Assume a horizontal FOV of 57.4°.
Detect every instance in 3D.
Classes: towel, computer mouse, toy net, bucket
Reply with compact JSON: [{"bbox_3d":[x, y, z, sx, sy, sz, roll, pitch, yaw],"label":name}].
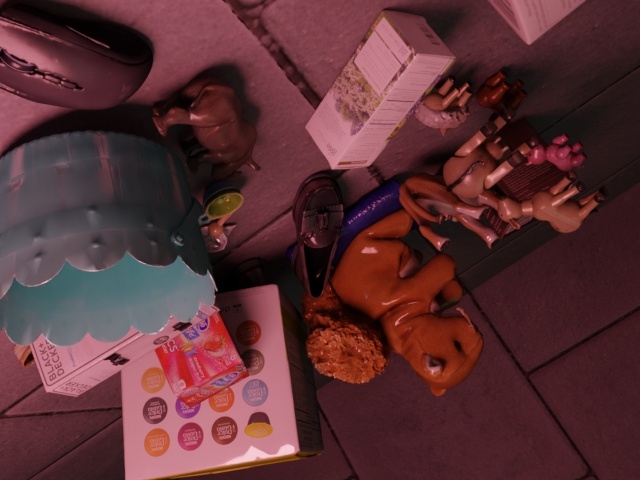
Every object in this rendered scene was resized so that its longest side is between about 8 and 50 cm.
[{"bbox_3d":[0.082,-0.020,1.386,0.308,0.076,0.227,-34,152,8],"label":"towel"},{"bbox_3d":[-0.299,-0.153,0.590,0.184,0.060,0.262,-43,156,25],"label":"computer mouse"},{"bbox_3d":[-0.198,-0.025,1.027,0.122,0.045,0.232,-24,158,-17],"label":"toy net"},{"bbox_3d":[-0.274,0.006,0.728,0.281,0.183,0.281,-11,158,-5],"label":"bucket"}]

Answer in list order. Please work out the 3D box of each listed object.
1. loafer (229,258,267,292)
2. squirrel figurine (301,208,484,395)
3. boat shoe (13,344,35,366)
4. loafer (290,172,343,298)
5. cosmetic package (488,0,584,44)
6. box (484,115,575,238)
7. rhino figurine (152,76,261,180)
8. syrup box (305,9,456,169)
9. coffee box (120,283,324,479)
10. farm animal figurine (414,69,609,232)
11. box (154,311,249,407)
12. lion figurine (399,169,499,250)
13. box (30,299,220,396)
[{"bbox_3d":[-0.167,0.140,1.374,0.096,0.084,0.267,-24,158,-21],"label":"loafer"},{"bbox_3d":[0.157,0.190,1.322,0.397,0.370,0.281,-27,153,-6],"label":"squirrel figurine"},{"bbox_3d":[-0.506,0.185,1.078,0.135,0.045,0.050,-38,158,17],"label":"boat shoe"},{"bbox_3d":[0.000,0.000,1.196,0.109,0.095,0.302,-9,140,-16],"label":"loafer"},{"bbox_3d":[0.282,-0.383,0.728,0.183,0.151,0.151,-38,158,18],"label":"cosmetic package"},{"bbox_3d":[0.463,-0.149,1.411,0.167,0.203,0.168,-28,159,-9],"label":"box"},{"bbox_3d":[-0.142,-0.140,0.813,0.106,0.073,0.243,-28,160,-1],"label":"rhino figurine"},{"bbox_3d":[0.084,-0.223,0.900,0.096,0.093,0.237,-11,151,-42],"label":"syrup box"},{"bbox_3d":[-0.199,0.321,1.270,0.337,0.334,0.338,-11,159,4],"label":"coffee box"},{"bbox_3d":[0.339,-0.141,1.099,0.326,0.330,0.172,-13,156,-41],"label":"farm animal figurine"},{"bbox_3d":[-0.244,0.157,1.073,0.128,0.257,0.122,-27,157,-11],"label":"box"},{"bbox_3d":[0.271,-0.091,1.265,0.392,0.240,0.142,8,120,-54],"label":"lion figurine"},{"bbox_3d":[-0.338,0.115,0.981,0.290,0.169,0.087,-30,159,0],"label":"box"}]
